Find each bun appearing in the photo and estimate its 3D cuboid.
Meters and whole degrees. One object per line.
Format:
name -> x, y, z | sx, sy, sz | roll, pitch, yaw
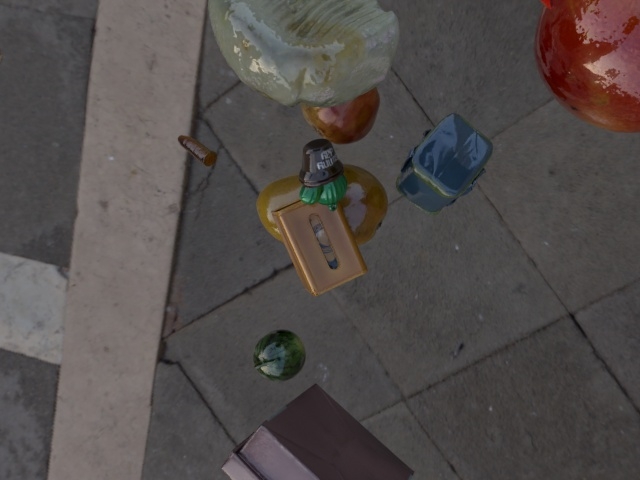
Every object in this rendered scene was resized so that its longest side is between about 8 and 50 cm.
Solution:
bun -> -0.043, -0.389, 1.106 | 0.365, 0.365, 0.219 | 30, 139, 6

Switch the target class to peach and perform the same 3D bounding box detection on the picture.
peach -> 0.628, -0.394, 1.128 | 0.389, 0.388, 0.387 | 2, 99, 12

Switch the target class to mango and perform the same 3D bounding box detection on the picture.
mango -> 0.003, -0.112, 1.914 | 0.447, 0.232, 0.299 | 1, 76, 5

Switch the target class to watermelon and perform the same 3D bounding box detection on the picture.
watermelon -> -0.124, 0.314, 1.537 | 0.141, 0.187, 0.140 | 3, 95, 36

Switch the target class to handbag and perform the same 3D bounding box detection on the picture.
handbag -> 0.379, -0.234, 1.778 | 0.222, 0.241, 0.263 | 36, 76, 0

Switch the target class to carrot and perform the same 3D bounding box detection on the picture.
carrot -> -0.353, -0.262, 1.600 | 0.139, 0.048, 0.048 | 37, 105, 24

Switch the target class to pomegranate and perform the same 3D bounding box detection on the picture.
pomegranate -> 0.078, -0.443, 1.807 | 0.270, 0.252, 0.229 | -44, 48, -8

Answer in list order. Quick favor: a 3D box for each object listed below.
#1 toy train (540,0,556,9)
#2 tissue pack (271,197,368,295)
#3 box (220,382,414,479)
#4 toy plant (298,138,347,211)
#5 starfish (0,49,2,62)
toy train -> 0.288, -0.356, 0.587 | 0.204, 0.083, 0.131 | -41, 64, 11
tissue pack -> 0.000, 0.000, 1.699 | 0.195, 0.145, 0.274 | -26, 99, -9
box -> 0.007, 0.314, 0.779 | 0.215, 0.215, 0.086 | 39, 103, 15
toy plant -> 0.004, -0.149, 1.419 | 0.105, 0.143, 0.200 | 19, 133, 41
starfish -> -0.634, -0.227, 0.855 | 0.295, 0.048, 0.231 | -44, 101, -5
